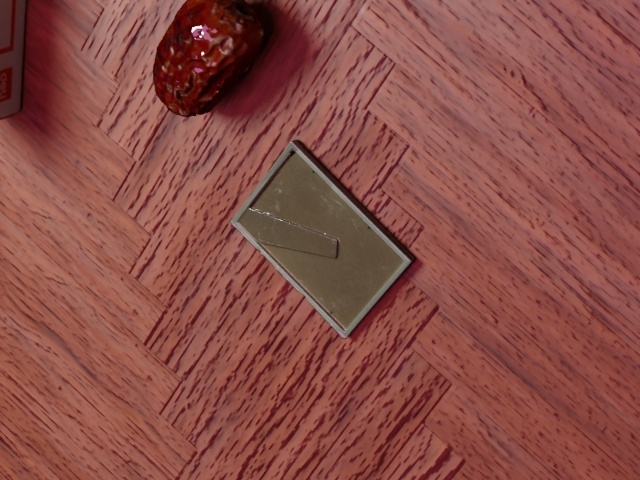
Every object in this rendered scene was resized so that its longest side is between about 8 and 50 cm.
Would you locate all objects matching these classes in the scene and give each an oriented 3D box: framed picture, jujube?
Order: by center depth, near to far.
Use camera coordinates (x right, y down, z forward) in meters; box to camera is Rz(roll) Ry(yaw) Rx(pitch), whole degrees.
[{"bbox_3d":[-0.099,-0.158,1.620,0.077,0.077,0.129,47,135,8],"label":"jujube"},{"bbox_3d":[0.000,0.000,1.653,0.149,0.011,0.109,46,124,9],"label":"framed picture"}]

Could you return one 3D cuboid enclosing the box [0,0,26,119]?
[{"bbox_3d":[-0.318,-0.212,1.699,0.050,0.123,0.229,19,116,27],"label":"box"}]
